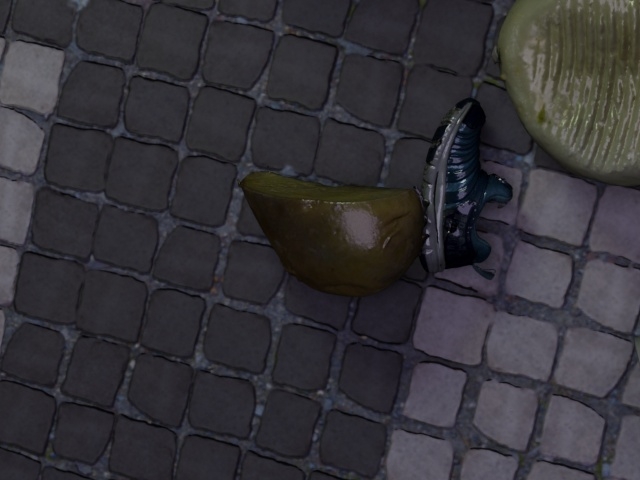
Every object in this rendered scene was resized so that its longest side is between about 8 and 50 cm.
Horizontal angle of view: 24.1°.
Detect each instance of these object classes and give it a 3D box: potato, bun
[{"bbox_3d":[0.000,0.000,1.721,0.243,0.098,0.138,9,111,37],"label":"potato"},{"bbox_3d":[0.325,-0.198,1.650,0.259,0.160,0.259,6,103,25],"label":"bun"}]

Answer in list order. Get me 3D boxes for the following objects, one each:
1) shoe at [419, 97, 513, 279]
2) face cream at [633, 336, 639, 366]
[{"bbox_3d":[0.168,-0.060,1.726,0.106,0.091,0.207,4,94,-1],"label":"shoe"},{"bbox_3d":[0.449,0.189,1.606,0.179,0.218,0.218,-14,89,11],"label":"face cream"}]
